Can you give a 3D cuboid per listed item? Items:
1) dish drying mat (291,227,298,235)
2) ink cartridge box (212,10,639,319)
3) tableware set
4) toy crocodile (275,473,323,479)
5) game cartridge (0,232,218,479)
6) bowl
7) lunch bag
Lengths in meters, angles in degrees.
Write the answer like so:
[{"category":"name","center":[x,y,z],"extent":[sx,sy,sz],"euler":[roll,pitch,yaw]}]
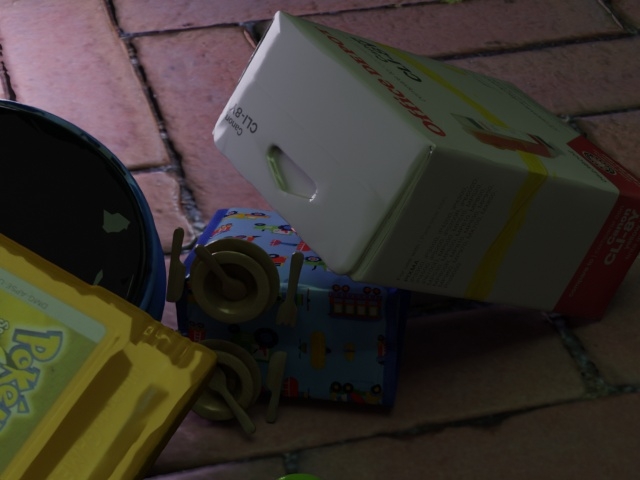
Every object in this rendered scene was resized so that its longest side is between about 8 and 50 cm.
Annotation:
[{"category":"dish drying mat","center":[0.000,0.000,1.573],"extent":[0.032,0.008,0.083],"euler":[-2,16,-24]},{"category":"ink cartridge box","center":[0.125,-0.072,1.608],"extent":[0.384,0.160,0.279],"euler":[9,27,-44]},{"category":"tableware set","center":[-0.092,0.091,1.488],"extent":[0.128,0.194,0.039],"euler":[11,23,4]},{"category":"toy crocodile","center":[-0.080,0.286,1.327],"extent":[0.340,0.105,0.115],"euler":[-9,38,-8]},{"category":"game cartridge","center":[-0.294,0.128,1.345],"extent":[0.323,0.053,0.285],"euler":[27,54,9]},{"category":"bowl","center":[-0.340,0.020,1.493],"extent":[0.391,0.077,0.391],"euler":[6,54,-9]},{"category":"lunch bag","center":[-0.017,0.033,1.640],"extent":[0.221,0.138,0.293],"euler":[4,28,6]}]
